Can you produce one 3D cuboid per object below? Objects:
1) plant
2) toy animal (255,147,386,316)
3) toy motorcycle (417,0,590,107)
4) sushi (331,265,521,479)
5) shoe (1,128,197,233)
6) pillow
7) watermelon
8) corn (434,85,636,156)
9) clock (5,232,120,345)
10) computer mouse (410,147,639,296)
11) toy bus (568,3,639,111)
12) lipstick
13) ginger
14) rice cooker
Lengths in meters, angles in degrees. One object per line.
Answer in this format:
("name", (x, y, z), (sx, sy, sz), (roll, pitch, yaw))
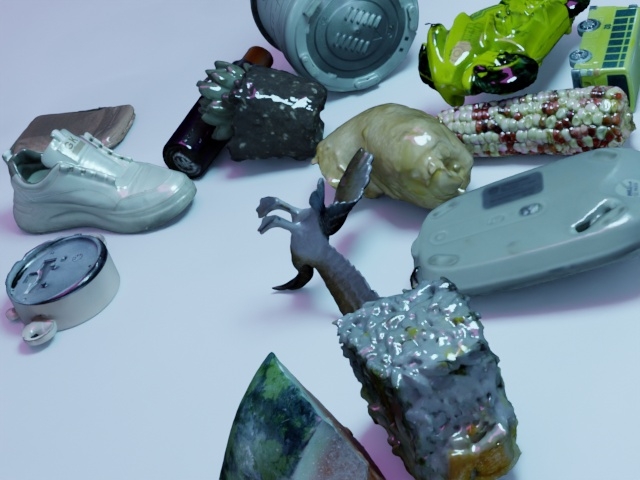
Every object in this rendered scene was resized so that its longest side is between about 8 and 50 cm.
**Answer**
("plant", (-0.091, -0.191, 1.981), (0.194, 0.132, 0.129), (12, 32, 11))
("toy animal", (-0.014, -0.005, 1.677), (0.197, 0.160, 0.272), (-26, 44, 31))
("toy motorcycle", (0.262, -0.292, 1.935), (0.206, 0.142, 0.342), (9, 37, 27))
("sushi", (0.111, 0.144, 1.397), (0.139, 0.184, 0.274), (-25, 34, -10))
("shoe", (-0.346, -0.102, 1.984), (0.316, 0.159, 0.124), (-7, 35, 23))
("pillow", (-0.418, -0.184, 2.239), (0.211, 0.034, 0.135), (-3, 34, 20))
("watermelon", (0.001, 0.244, 1.327), (0.201, 0.261, 0.213), (0, 25, -22))
("corn", (0.288, -0.157, 1.805), (0.280, 0.092, 0.092), (-3, 38, 24))
("clock", (-0.364, 0.056, 1.858), (0.156, 0.063, 0.229), (-2, 37, 22))
("computer mouse", (0.272, -0.010, 1.616), (0.331, 0.095, 0.197), (-15, 33, 21))
("toy bus", (0.414, -0.259, 1.889), (0.101, 0.088, 0.175), (0, 41, 24))
("lipstick", (-0.154, -0.212, 2.105), (0.081, 0.081, 0.299), (3, 42, 30))
("ginger", (0.109, -0.114, 1.798), (0.267, 0.138, 0.152), (6, 61, 48))
("rice cooker", (0.020, -0.374, 2.109), (0.280, 0.241, 0.227), (6, 30, -28))
